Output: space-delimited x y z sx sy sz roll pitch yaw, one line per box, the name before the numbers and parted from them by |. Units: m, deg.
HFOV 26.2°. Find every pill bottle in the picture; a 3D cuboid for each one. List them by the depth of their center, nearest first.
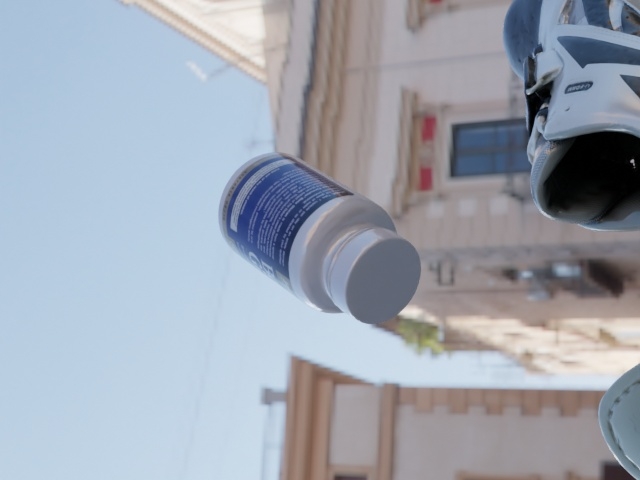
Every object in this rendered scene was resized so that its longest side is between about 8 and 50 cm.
pill bottle | 0.000 0.000 1.062 0.094 0.169 0.094 -15 -61 -30

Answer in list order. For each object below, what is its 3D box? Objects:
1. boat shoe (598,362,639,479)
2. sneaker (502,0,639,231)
boat shoe | 0.215 0.054 0.549 0.069 0.228 0.081 -33 -83 -41
sneaker | 0.171 -0.084 0.858 0.146 0.330 0.122 -33 -64 -7
